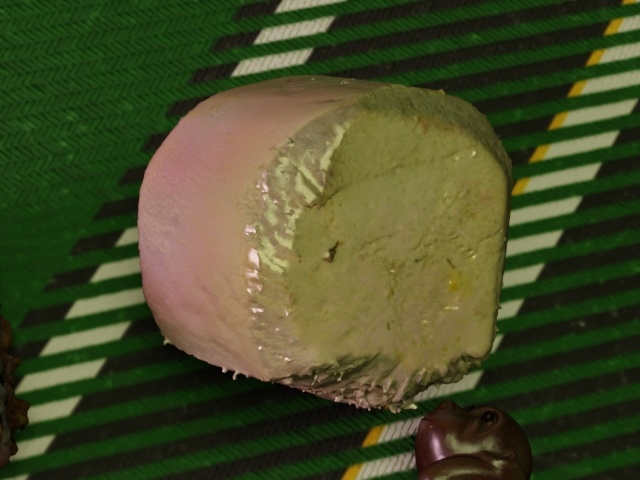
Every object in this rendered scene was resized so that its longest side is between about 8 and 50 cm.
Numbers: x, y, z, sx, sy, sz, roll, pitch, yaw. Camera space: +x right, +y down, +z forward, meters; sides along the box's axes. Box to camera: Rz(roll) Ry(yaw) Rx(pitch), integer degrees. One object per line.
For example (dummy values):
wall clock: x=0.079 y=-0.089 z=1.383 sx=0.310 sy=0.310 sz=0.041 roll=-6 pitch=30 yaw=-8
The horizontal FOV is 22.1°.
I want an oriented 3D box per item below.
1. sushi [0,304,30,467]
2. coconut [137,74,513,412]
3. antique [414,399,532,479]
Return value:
sushi: x=-0.359 y=0.074 z=1.357 sx=0.171 sy=0.236 sz=0.270 roll=-15 pitch=64 yaw=0
coconut: x=0.000 y=0.000 z=1.401 sx=0.297 sy=0.309 sz=0.297 roll=-3 pitch=97 yaw=-27
antique: x=0.174 y=0.251 z=1.427 sx=0.143 sy=0.121 sz=0.257 roll=-39 pitch=80 yaw=-25
